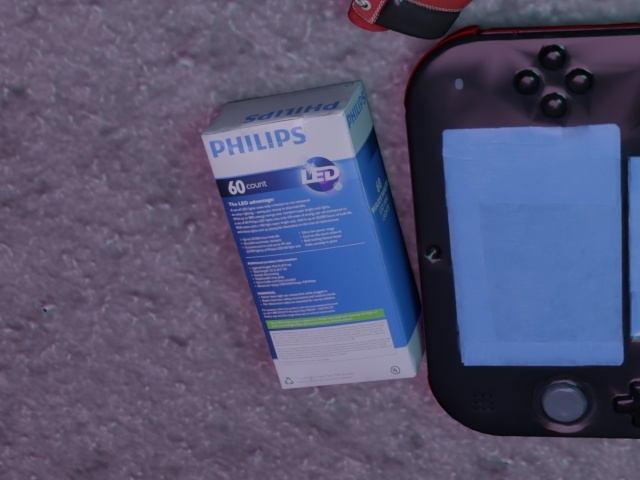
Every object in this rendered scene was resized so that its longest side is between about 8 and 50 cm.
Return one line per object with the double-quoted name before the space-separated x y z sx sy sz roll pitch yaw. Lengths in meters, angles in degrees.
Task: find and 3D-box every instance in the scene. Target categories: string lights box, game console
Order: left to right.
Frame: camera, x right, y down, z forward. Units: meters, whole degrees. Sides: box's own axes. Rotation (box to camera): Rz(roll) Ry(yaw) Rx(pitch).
"string lights box" 0.000 0.000 1.258 0.133 0.077 0.260 -7 115 20
"game console" 0.251 0.002 1.192 0.342 0.060 0.387 2 118 17

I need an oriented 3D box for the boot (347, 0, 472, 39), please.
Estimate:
"boot" 0.039 -0.247 1.074 0.244 0.088 0.176 27 128 -29
